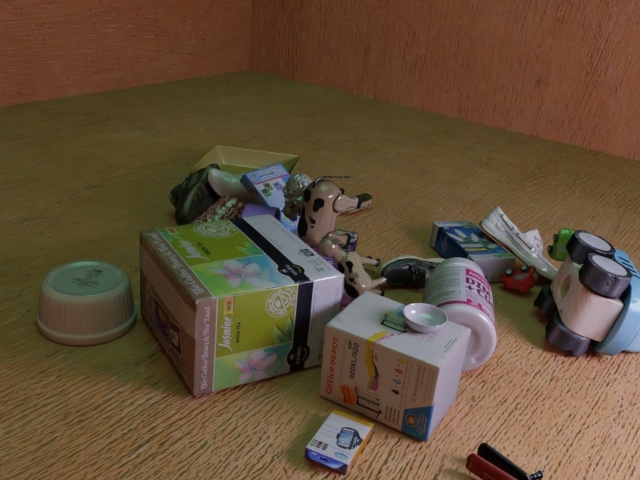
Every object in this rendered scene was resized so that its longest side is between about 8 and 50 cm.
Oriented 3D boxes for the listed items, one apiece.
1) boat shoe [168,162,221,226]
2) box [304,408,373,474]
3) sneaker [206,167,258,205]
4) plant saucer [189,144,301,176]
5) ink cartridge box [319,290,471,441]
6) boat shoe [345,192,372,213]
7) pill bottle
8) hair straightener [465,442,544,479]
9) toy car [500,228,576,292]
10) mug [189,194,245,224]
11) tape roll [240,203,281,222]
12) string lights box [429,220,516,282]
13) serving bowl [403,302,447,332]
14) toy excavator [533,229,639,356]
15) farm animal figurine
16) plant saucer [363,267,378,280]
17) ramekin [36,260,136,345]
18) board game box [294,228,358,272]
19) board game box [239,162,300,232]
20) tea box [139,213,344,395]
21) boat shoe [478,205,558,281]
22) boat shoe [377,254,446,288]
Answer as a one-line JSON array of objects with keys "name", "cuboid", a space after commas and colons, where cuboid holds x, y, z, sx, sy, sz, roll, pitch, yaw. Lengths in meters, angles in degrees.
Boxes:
[{"name": "boat shoe", "cuboid": [-0.381, -0.116, 2.055, 0.130, 0.132, 0.355, -16, 22, 14]}, {"name": "box", "cuboid": [0.031, 0.355, 1.189, 0.081, 0.028, 0.136, 16, 28, 21]}, {"name": "sneaker", "cuboid": [-0.201, -0.163, 2.058, 0.297, 0.129, 0.111, 20, 27, -22]}, {"name": "plant saucer", "cuboid": [-0.253, -0.234, 2.366, 0.333, 0.081, 0.333, 8, 24, 5]}, {"name": "ink cartridge box", "cuboid": [0.139, 0.234, 1.306, 0.233, 0.171, 0.168, 18, 27, 26]}, {"name": "boat shoe", "cuboid": [0.108, -0.113, 2.237, 0.153, 0.048, 0.056, -24, 49, -37]}, {"name": "pill bottle", "cuboid": [0.309, 0.155, 1.534, 0.160, 0.160, 0.283, 9, 24, 7]}, {"name": "hair straightener", "cuboid": [0.363, 0.405, 1.129, 0.230, 0.047, 0.089, 23, 29, 32]}, {"name": "toy car", "cuboid": [0.606, 0.065, 1.753, 0.239, 0.225, 0.053, 6, 44, -1]}, {"name": "mug", "cuboid": [-0.293, -0.040, 1.818, 0.150, 0.113, 0.169, 9, 47, 41]}, {"name": "tape roll", "cuboid": [-0.157, 0.004, 1.725, 0.080, 0.189, 0.189, 8, 24, 6]}, {"name": "string lights box", "cuboid": [0.428, 0.029, 1.943, 0.133, 0.076, 0.259, -1, 25, -18]}, {"name": "serving bowl", "cuboid": [0.193, 0.149, 1.263, 0.083, 0.027, 0.083, 5, 24, -2]}, {"name": "toy excavator", "cuboid": [0.775, 0.149, 1.659, 0.445, 0.222, 0.433, 21, 25, 0]}, {"name": "farm animal figurine", "cuboid": [0.000, 0.000, 1.631, 0.172, 0.326, 0.330, 1, 4, -41]}, {"name": "plant saucer", "cuboid": [0.112, 0.097, 1.794, 0.083, 0.015, 0.083, 5, 23, -2]}, {"name": "ramekin", "cuboid": [-0.506, 0.127, 1.469, 0.207, 0.109, 0.207, 5, 24, -2]}, {"name": "board game box", "cuboid": [-0.077, 0.006, 1.917, 0.347, 0.056, 0.208, 9, 29, 6]}, {"name": "board game box", "cuboid": [-0.112, -0.120, 1.955, 0.211, 0.039, 0.160, 52, 40, 12]}, {"name": "tea box", "cuboid": [-0.178, 0.117, 1.431, 0.324, 0.220, 0.329, -10, 29, -31]}, {"name": "boat shoe", "cuboid": [0.577, 0.008, 1.901, 0.277, 0.096, 0.098, 42, 10, 15]}, {"name": "boat shoe", "cuboid": [0.260, 0.086, 1.776, 0.224, 0.080, 0.073, -1, 20, -25]}]
